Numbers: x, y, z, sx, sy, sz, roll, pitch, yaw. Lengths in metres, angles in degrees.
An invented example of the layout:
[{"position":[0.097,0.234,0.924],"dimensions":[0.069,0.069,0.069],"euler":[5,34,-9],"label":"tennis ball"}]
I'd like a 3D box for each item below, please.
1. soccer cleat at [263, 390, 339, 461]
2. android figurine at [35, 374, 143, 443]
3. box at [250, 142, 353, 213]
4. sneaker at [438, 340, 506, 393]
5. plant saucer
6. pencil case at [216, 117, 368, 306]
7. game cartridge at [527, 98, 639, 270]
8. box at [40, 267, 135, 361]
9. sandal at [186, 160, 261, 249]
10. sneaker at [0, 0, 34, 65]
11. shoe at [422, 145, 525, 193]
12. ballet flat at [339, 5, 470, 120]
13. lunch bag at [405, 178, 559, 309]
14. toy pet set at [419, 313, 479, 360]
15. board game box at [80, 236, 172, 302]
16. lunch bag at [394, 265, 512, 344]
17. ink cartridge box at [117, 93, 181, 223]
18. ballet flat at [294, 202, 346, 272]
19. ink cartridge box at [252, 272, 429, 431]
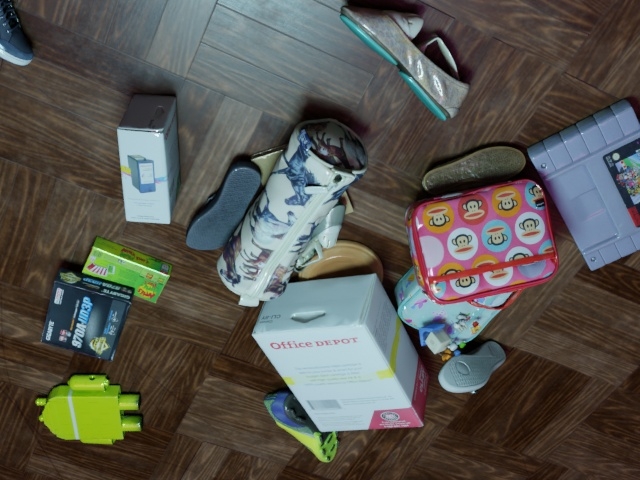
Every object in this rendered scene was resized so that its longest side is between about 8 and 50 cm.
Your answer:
[{"position":[-0.048,0.493,2.099],"dimensions":[0.121,0.093,0.289],"euler":[-1,138,38],"label":"soccer cleat"},{"position":[-0.607,0.450,2.061],"dimensions":[0.272,0.056,0.248],"euler":[0,126,-2],"label":"android figurine"},{"position":[-0.036,-0.120,1.679],"dimensions":[0.164,0.021,0.201],"euler":[-17,124,11],"label":"box"},{"position":[0.341,0.341,1.905],"dimensions":[0.255,0.094,0.151],"euler":[-14,150,-49],"label":"sneaker"},{"position":[0.048,0.088,1.821],"dimensions":[0.199,0.037,0.200],"euler":[0,126,0],"label":"plant saucer"},{"position":[-0.065,-0.050,1.604],"dimensions":[0.159,0.184,0.410],"euler":[25,123,-15],"label":"pencil case"},{"position":[0.618,-0.108,1.677],"dimensions":[0.230,0.068,0.355],"euler":[-25,122,21],"label":"game cartridge"},{"position":[-0.542,0.175,1.823],"dimensions":[0.175,0.051,0.220],"euler":[18,128,-12],"label":"box"},{"position":[-0.205,-0.073,1.694],"dimensions":[0.097,0.055,0.254],"euler":[24,122,-28],"label":"sandal"},{"position":[-0.563,-0.435,1.403],"dimensions":[0.163,0.086,0.226],"euler":[-27,121,21],"label":"sneaker"},{"position":[0.319,-0.148,1.649],"dimensions":[0.218,0.058,0.077],"euler":[-13,93,4],"label":"shoe"},{"position":[0.169,-0.359,1.475],"dimensions":[0.316,0.107,0.106],"euler":[38,97,-30],"label":"ballet flat"},{"position":[0.333,0.019,1.622],"dimensions":[0.293,0.120,0.258],"euler":[-13,93,-4],"label":"lunch bag"},{"position":[0.281,0.215,1.786],"dimensions":[0.114,0.065,0.122],"euler":[-13,141,-35],"label":"toy pet set"},{"position":[-0.443,0.068,1.794],"dimensions":[0.181,0.043,0.092],"euler":[23,123,-16],"label":"board game box"},{"position":[0.325,0.105,1.793],"dimensions":[0.224,0.108,0.279],"euler":[29,121,-19],"label":"lunch bag"},{"position":[-0.336,-0.163,1.560],"dimensions":[0.093,0.154,0.213],"euler":[5,127,-2],"label":"ink cartridge box"},{"position":[0.000,0.000,1.715],"dimensions":[0.072,0.068,0.213],"euler":[-8,153,-44],"label":"ballet flat"},{"position":[0.060,0.268,1.826],"dimensions":[0.279,0.160,0.385],"euler":[-8,131,26],"label":"ink cartridge box"}]
